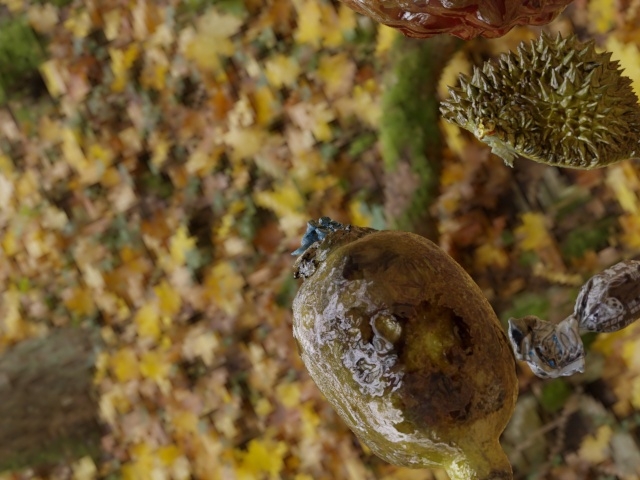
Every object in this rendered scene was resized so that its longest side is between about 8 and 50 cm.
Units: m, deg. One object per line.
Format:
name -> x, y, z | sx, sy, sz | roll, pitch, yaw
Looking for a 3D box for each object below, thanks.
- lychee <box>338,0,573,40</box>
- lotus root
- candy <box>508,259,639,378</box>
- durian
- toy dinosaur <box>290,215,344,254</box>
lychee -> 0.042, -0.243, 0.702 | 0.255, 0.255, 0.300 | -158, 65, -79
lotus root -> 0.079, 0.099, 1.334 | 0.314, 0.169, 0.141 | 53, 175, 26
candy -> 0.280, 0.054, 1.456 | 0.094, 0.226, 0.051 | 63, 164, -15
durian -> 0.158, -0.103, 1.111 | 0.146, 0.208, 0.102 | 15, 108, 31
toy dinosaur -> 0.000, 0.000, 1.731 | 0.030, 0.083, 0.047 | 31, 116, 26
